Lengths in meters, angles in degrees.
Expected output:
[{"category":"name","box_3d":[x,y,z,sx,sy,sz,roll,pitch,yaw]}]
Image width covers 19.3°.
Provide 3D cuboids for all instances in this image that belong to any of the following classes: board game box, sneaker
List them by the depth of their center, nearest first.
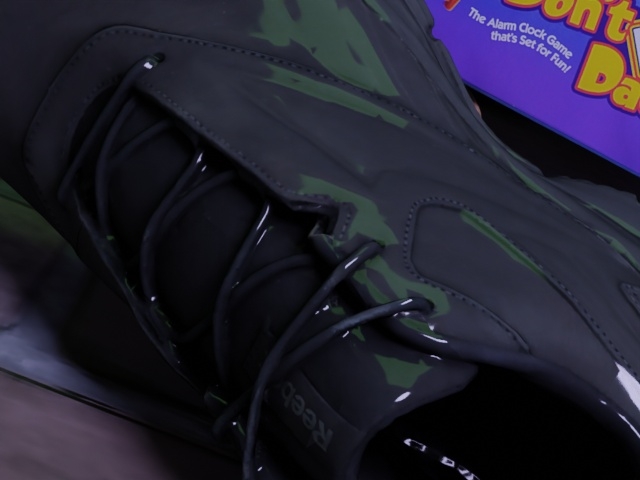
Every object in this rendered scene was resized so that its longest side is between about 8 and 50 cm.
[{"category":"sneaker","box_3d":[0.000,0.000,0.459,0.286,0.109,0.130,33,29,7]},{"category":"board game box","box_3d":[0.136,-0.106,0.847,0.233,0.078,0.347,29,16,10]}]

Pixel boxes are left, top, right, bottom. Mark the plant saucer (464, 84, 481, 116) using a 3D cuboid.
[{"category":"plant saucer","box_3d":[-0.038,-0.067,0.698,0.200,0.037,0.200,19,21,-8]}]
